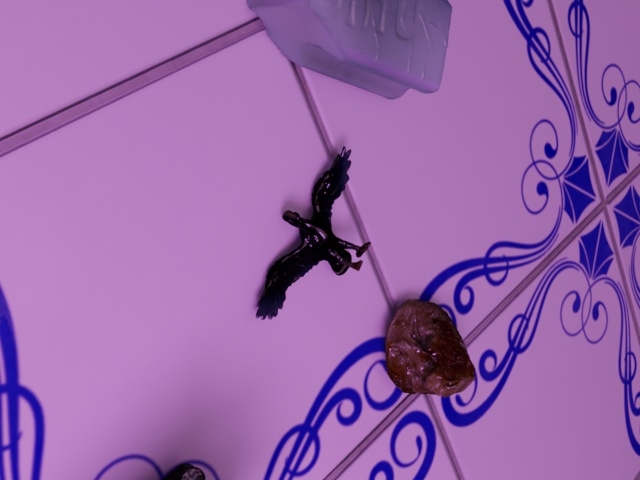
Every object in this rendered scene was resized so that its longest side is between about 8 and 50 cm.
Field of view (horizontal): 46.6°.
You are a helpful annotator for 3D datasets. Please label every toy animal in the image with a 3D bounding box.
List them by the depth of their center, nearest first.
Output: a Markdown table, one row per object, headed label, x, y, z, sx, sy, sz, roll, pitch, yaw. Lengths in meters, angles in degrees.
| label | x | y | z | sx | sy | sz | roll | pitch | yaw |
| --- | --- | --- | --- | --- | --- | --- | --- | --- | --- |
| toy animal | 0.000 | 0.000 | 0.825 | 0.108 | 0.062 | 0.220 | 30 | 74 | -18 |

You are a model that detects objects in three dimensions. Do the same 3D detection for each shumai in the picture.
| label | x | y | z | sx | sy | sz | roll | pitch | yaw |
| --- | --- | --- | --- | --- | --- | --- | --- | --- | --- |
| shumai | 0.149 | 0.140 | 0.931 | 0.139 | 0.105 | 0.123 | 49 | 56 | -59 |

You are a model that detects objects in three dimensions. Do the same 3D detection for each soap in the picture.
| label | x | y | z | sx | sy | sz | roll | pitch | yaw |
| --- | --- | --- | --- | --- | --- | --- | --- | --- | --- |
| soap | 0.035 | -0.255 | 0.813 | 0.230 | 0.091 | 0.145 | 10 | 86 | -41 |

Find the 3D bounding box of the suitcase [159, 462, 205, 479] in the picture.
| label | x | y | z | sx | sy | sz | roll | pitch | yaw |
| --- | --- | --- | --- | --- | --- | --- | --- | --- | --- |
| suitcase | -0.159 | 0.341 | 0.611 | 0.128 | 0.202 | 0.312 | 51 | 62 | -18 |
